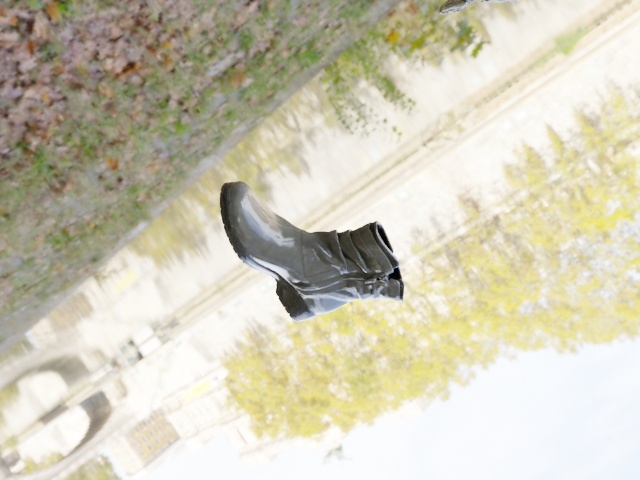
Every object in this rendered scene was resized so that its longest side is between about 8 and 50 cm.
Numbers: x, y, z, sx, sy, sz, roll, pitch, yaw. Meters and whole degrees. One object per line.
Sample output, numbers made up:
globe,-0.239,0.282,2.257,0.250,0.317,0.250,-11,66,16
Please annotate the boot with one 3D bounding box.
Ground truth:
boot,0.000,0.000,0.842,0.161,0.246,0.083,-16,-135,20

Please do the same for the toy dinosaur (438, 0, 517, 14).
toy dinosaur,0.317,-0.409,1.114,0.268,0.064,0.118,2,172,19
